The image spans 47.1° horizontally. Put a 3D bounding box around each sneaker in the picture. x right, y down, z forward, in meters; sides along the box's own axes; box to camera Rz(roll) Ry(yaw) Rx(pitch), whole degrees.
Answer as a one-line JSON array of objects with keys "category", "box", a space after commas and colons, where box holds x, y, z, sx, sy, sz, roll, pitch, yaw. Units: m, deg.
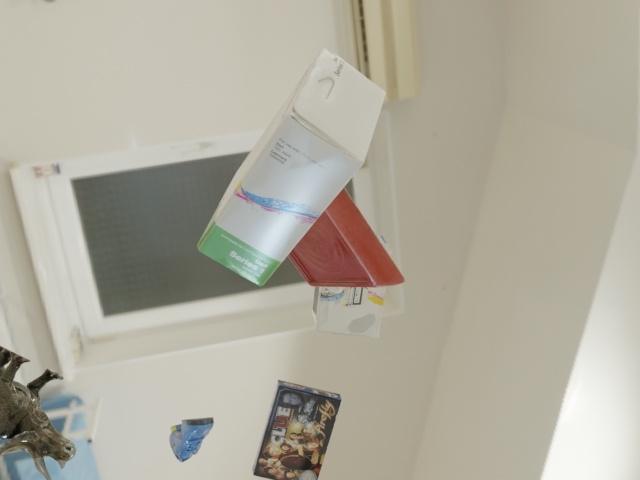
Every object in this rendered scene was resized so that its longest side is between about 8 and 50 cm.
[{"category": "sneaker", "box": [-0.272, 0.424, 1.562, 0.209, 0.069, 0.082, 138, -49, -57]}]

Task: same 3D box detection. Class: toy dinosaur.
[{"category": "toy dinosaur", "box": [-0.525, 0.259, 1.191, 0.160, 0.313, 0.121, -65, 151, -18]}]

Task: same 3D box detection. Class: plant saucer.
[{"category": "plant saucer", "box": [0.000, 0.000, 1.392, 0.258, 0.048, 0.259, -4, -51, 51]}]

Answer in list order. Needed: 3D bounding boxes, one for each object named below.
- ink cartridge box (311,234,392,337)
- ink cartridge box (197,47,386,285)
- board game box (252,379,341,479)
[{"category": "ink cartridge box", "box": [0.076, 0.109, 1.896, 0.171, 0.168, 0.233, -107, -156, -76]}, {"category": "ink cartridge box", "box": [-0.040, -0.102, 1.039, 0.278, 0.117, 0.201, -49, -166, 38]}, {"category": "board game box", "box": [-0.060, 0.484, 1.833, 0.042, 0.164, 0.244, -123, -132, -79]}]
